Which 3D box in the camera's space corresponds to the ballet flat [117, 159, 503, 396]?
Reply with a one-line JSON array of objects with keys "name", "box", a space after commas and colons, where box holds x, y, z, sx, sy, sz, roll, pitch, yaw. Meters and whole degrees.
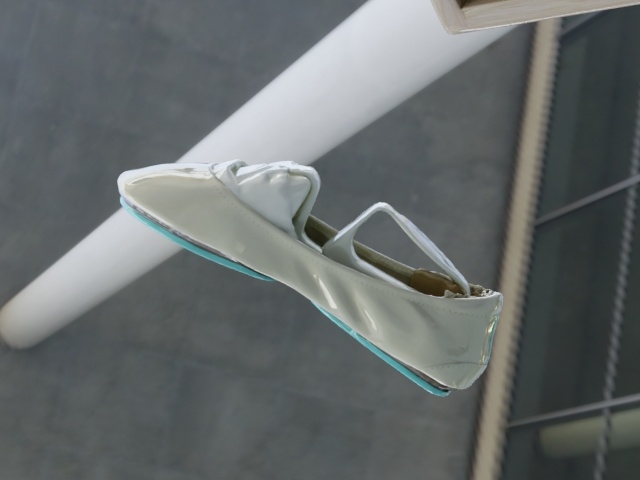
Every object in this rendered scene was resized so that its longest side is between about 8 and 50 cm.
[{"name": "ballet flat", "box": [0.000, 0.000, 0.981, 0.248, 0.086, 0.086, 30, -112, -1]}]

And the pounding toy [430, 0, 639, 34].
[{"name": "pounding toy", "box": [0.116, -0.190, 0.611, 0.181, 0.206, 0.094, 60, -139, -32]}]
